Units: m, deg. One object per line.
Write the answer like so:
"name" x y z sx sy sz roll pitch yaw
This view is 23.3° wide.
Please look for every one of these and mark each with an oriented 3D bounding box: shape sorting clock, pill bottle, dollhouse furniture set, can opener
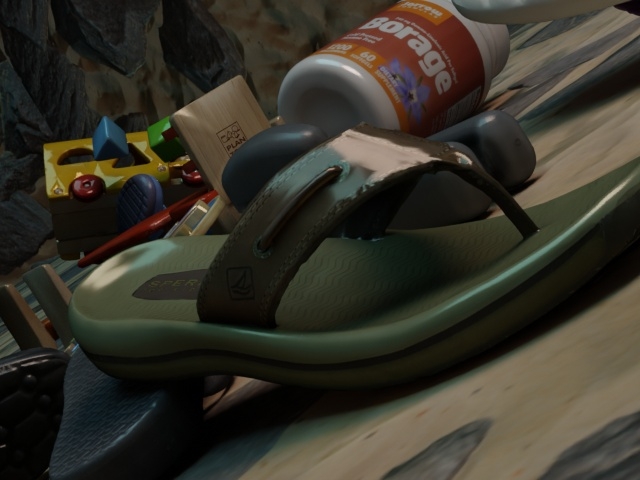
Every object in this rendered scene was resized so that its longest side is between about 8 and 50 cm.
"shape sorting clock" -0.133 0.048 0.999 0.206 0.040 0.206 -52 6 7
"pill bottle" 0.071 -0.139 1.336 0.121 0.121 0.216 -24 10 46
"dollhouse furniture set" -0.110 -0.022 1.209 0.262 0.135 0.259 -35 8 -34
"can opener" 0.014 -0.039 0.956 0.076 0.095 0.283 -36 8 -30

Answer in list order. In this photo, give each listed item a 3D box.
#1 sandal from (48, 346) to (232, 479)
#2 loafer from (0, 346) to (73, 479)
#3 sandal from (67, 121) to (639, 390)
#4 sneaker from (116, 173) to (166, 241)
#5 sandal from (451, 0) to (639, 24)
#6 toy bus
"sandal" -0.084 0.075 0.784 0.097 0.054 0.254 -35 15 14
"loafer" -0.226 0.130 0.853 0.223 0.076 0.078 -35 15 -7
"sandal" -0.002 0.001 0.639 0.303 0.086 0.120 -7 20 37
"sneaker" -0.149 -0.006 1.397 0.059 0.053 0.144 -16 -41 -22
"sandal" 0.266 -0.188 0.979 0.416 0.102 0.169 -10 33 37
"toy bus" -0.164 -0.054 1.459 0.191 0.202 0.104 -39 43 26
